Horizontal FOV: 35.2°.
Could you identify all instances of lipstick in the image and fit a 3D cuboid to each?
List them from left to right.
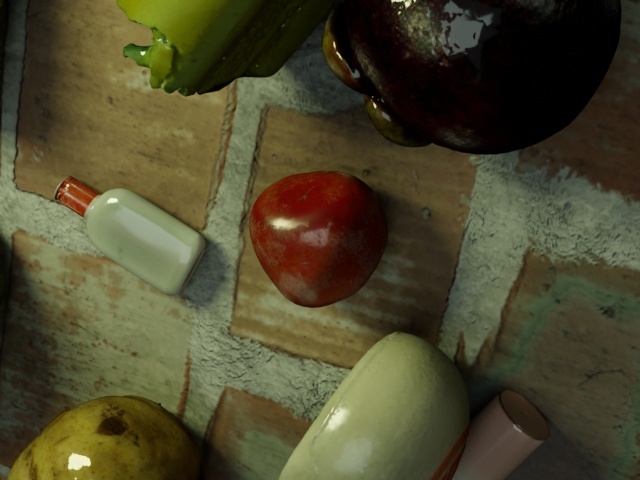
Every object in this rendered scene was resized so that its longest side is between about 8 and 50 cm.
[{"bbox_3d":[0.174,0.343,1.390,0.087,0.087,0.327,39,114,0],"label":"lipstick"}]

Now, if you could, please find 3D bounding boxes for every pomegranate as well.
[{"bbox_3d":[-0.305,0.356,1.437,0.281,0.281,0.281,5,109,14],"label":"pomegranate"}]

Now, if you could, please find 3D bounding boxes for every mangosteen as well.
[{"bbox_3d":[0.152,-0.231,1.109,0.307,0.307,0.347,50,139,-4],"label":"mangosteen"}]

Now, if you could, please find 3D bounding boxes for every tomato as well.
[{"bbox_3d":[0.000,0.000,1.293,0.187,0.151,0.187,3,110,9],"label":"tomato"}]

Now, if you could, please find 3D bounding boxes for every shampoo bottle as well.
[{"bbox_3d":[-0.271,-0.016,1.416,0.221,0.051,0.108,32,116,3],"label":"shampoo bottle"}]

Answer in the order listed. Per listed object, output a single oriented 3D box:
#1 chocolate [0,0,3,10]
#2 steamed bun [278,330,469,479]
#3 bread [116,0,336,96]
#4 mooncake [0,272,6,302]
[{"bbox_3d":[-0.567,-0.343,1.305,0.289,0.137,0.300,17,92,11],"label":"chocolate"},{"bbox_3d":[0.085,0.262,1.282,0.177,0.283,0.283,35,114,11],"label":"steamed bun"},{"bbox_3d":[-0.067,-0.355,1.148,0.376,0.251,0.208,-43,76,26],"label":"bread"},{"bbox_3d":[-0.647,0.059,1.474,0.357,0.194,0.356,5,112,11],"label":"mooncake"}]
